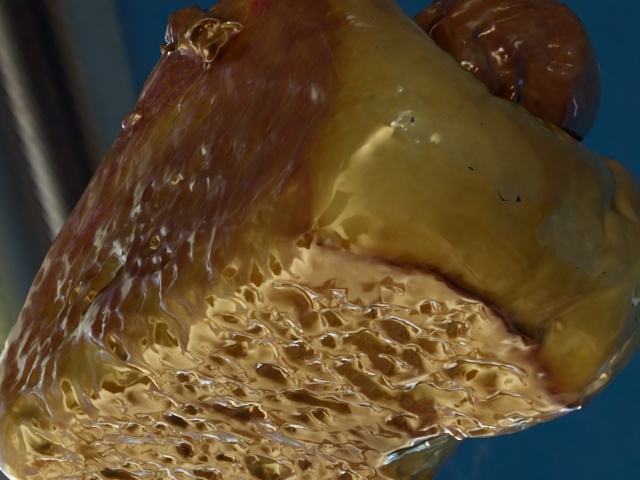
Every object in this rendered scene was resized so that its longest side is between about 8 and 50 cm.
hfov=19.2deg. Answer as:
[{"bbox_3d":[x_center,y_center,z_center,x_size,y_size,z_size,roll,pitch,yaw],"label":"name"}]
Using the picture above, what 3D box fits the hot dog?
[{"bbox_3d":[0.000,0.000,0.628,0.150,0.153,0.256,33,-39,-20],"label":"hot dog"}]
